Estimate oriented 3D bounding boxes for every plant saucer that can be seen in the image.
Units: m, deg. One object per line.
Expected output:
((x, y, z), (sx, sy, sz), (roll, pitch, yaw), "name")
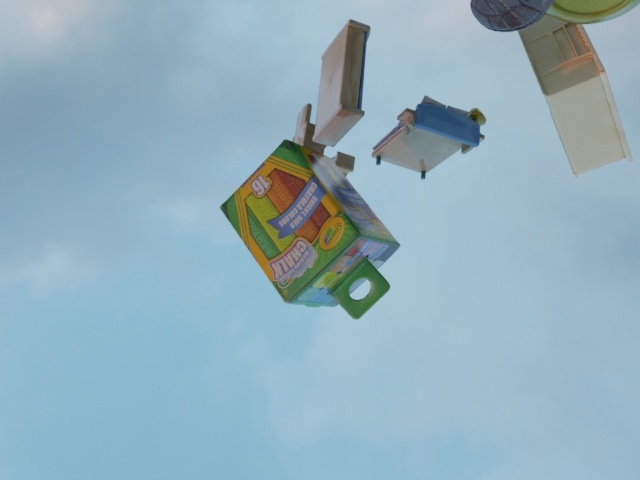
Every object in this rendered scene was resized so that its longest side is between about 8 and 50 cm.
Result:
((0.459, -0.468, 1.418), (0.241, 0.241, 0.037), (14, -134, 4), "plant saucer")

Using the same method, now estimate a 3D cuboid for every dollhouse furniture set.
((0.137, -0.250, 1.664), (0.303, 0.286, 0.198), (15, -114, -19), "dollhouse furniture set")

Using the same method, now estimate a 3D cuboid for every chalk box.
((0.000, 0.000, 1.440), (0.289, 0.180, 0.179), (53, -162, 23), "chalk box")

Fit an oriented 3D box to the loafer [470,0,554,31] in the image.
((0.349, -0.424, 1.335), (0.109, 0.302, 0.095), (46, -106, -8), "loafer")

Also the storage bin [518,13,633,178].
((0.525, -0.314, 1.736), (0.123, 0.262, 0.260), (-21, -135, 18), "storage bin")
